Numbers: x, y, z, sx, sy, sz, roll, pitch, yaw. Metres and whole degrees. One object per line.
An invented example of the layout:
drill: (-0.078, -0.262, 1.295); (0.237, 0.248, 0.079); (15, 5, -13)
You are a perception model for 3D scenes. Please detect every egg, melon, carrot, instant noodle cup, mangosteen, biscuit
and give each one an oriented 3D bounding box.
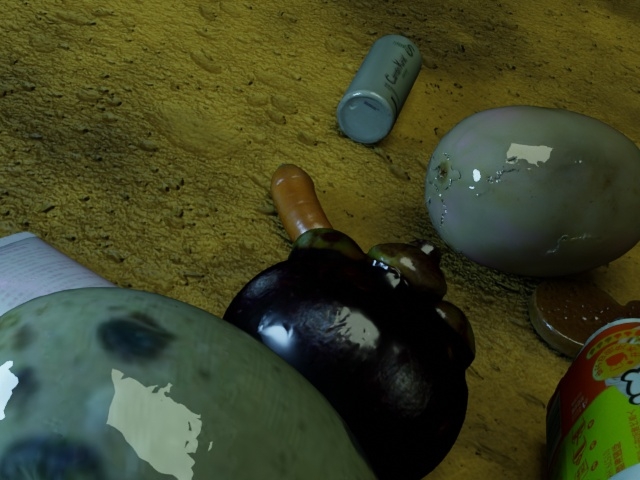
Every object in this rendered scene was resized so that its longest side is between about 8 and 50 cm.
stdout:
egg: (-0.120, 0.233, 0.956); (0.345, 0.428, 0.345); (-21, 26, 11)
melon: (0.283, -0.064, 1.690); (0.316, 0.223, 0.223); (4, 40, -24)
carrot: (0.000, 0.001, 1.606); (0.062, 0.066, 0.271); (-33, 54, 3)
instant noodle cup: (0.355, 0.251, 1.320); (0.293, 0.294, 0.308); (18, 30, -7)
mangosteen: (0.035, 0.121, 1.331); (0.287, 0.233, 0.288); (9, 36, -6)
biscuit: (0.376, 0.125, 1.657); (0.236, 0.039, 0.180); (30, 39, 11)

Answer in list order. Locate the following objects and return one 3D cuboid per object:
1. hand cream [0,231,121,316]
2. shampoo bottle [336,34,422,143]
hand cream: (-0.266, 0.082, 1.311); (0.358, 0.118, 0.185); (26, 35, 35)
shampoo bottle: (0.096, -0.240, 1.929); (0.085, 0.085, 0.262); (24, 36, 2)
